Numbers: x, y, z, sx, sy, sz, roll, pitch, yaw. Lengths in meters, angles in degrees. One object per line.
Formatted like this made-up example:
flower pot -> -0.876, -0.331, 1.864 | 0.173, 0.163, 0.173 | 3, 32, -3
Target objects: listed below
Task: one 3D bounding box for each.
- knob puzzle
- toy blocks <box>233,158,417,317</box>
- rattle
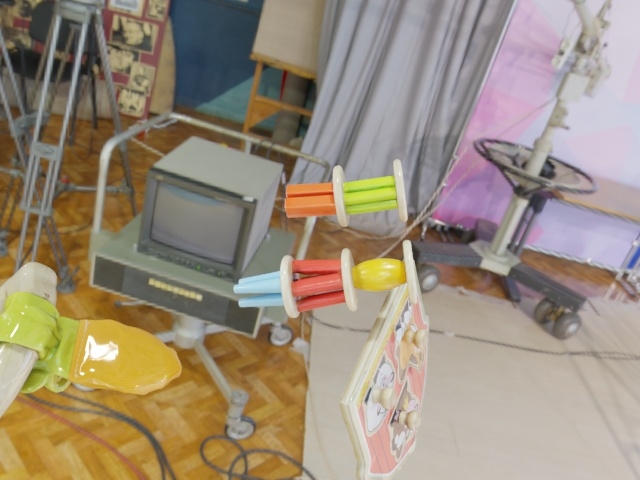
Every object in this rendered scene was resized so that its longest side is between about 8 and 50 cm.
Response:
knob puzzle -> 0.082, 0.145, 0.561 | 0.030, 0.213, 0.213 | 6, 21, 27
toy blocks -> 0.000, 0.000, 0.488 | 0.148, 0.123, 0.054 | -7, -11, 7
rattle -> -0.236, 0.123, 0.462 | 0.143, 0.199, 0.130 | 27, 16, -50
